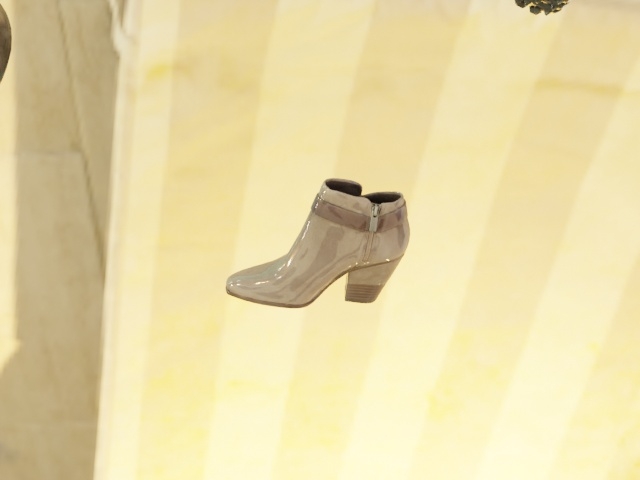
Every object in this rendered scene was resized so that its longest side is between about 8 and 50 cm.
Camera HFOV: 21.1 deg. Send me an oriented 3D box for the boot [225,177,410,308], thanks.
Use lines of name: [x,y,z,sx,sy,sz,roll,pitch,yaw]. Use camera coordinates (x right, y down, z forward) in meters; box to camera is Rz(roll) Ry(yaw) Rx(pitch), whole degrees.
boot: [0.000,0.000,1.135,0.118,0.042,0.087,1,122,-14]

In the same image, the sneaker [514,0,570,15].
sneaker: [0.209,-0.284,1.467,0.078,0.106,0.234,29,157,16]

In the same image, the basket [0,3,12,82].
basket: [-0.263,-0.129,0.684,0.204,0.154,0.227,14,150,47]
